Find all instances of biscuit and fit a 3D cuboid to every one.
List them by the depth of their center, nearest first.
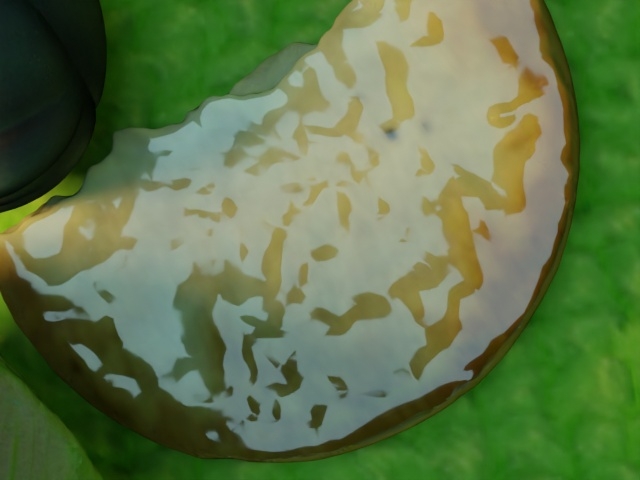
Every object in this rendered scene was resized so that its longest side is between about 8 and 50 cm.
[{"bbox_3d":[0.000,0.000,0.648,0.309,0.040,0.204,-32,81,9],"label":"biscuit"}]

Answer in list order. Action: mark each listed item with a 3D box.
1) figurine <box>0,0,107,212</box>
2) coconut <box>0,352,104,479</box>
[{"bbox_3d":[-0.237,-0.093,0.639,0.265,0.175,0.197,13,85,4],"label":"figurine"},{"bbox_3d":[-0.229,0.170,0.550,0.328,0.281,0.328,-10,42,9],"label":"coconut"}]
